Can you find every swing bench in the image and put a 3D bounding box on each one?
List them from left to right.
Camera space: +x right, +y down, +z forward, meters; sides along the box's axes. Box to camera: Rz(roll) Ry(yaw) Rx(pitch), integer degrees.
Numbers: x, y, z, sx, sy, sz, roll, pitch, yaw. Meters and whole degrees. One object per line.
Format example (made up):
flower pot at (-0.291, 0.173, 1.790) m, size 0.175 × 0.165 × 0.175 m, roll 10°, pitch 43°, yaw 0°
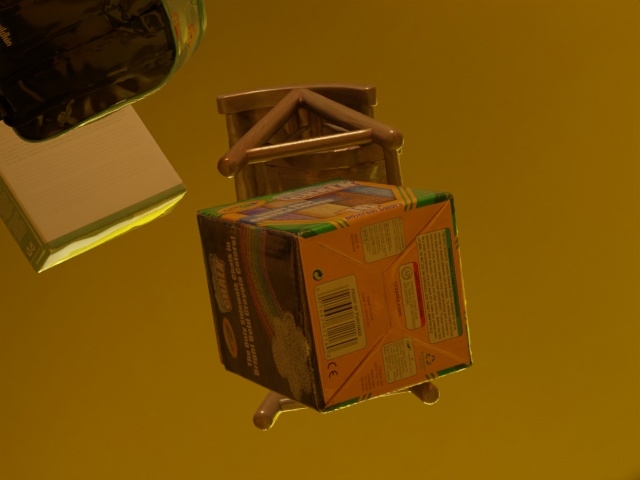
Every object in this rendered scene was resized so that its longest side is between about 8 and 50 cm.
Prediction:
swing bench at (0.000, 0.000, 1.290) m, size 0.254 × 0.165 × 0.253 m, roll -100°, pitch 2°, yaw -71°

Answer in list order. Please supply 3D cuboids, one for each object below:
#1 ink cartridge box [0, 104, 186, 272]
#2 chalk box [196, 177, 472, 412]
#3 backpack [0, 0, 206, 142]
ink cartridge box at (-0.263, -0.105, 1.364) m, size 0.235 × 0.171 × 0.056 m, roll 56°, pitch 142°, yaw 9°
chalk box at (-0.003, 0.031, 1.042) m, size 0.213 × 0.132 × 0.132 m, roll 15°, pitch 116°, yaw 61°
backpack at (-0.188, -0.186, 1.137) m, size 0.166 × 0.188 × 0.144 m, roll 64°, pitch -147°, yaw -15°
